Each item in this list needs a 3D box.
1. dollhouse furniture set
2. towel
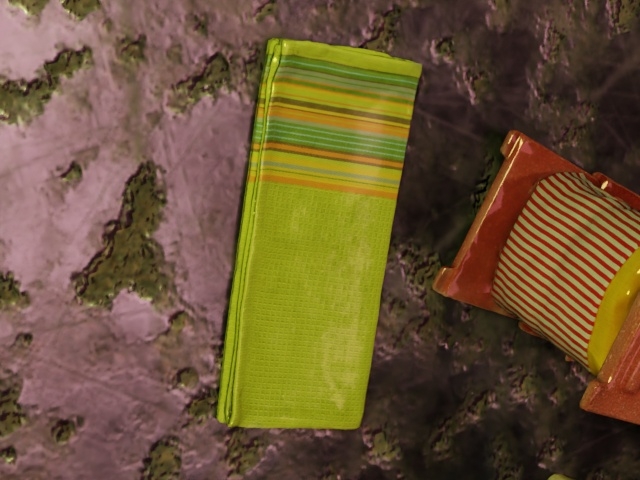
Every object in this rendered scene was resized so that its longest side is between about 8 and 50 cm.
[{"bbox_3d":[0.139,0.148,0.939,0.152,0.201,0.374,22,96,-27],"label":"dollhouse furniture set"},{"bbox_3d":[0.000,0.000,0.936,0.102,0.021,0.237,5,98,-25],"label":"towel"}]
